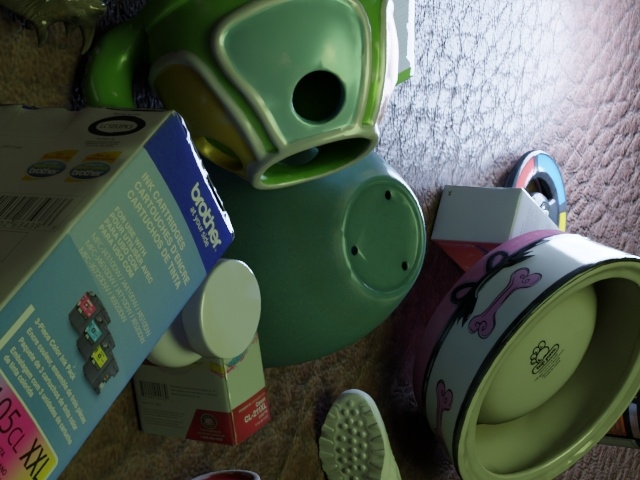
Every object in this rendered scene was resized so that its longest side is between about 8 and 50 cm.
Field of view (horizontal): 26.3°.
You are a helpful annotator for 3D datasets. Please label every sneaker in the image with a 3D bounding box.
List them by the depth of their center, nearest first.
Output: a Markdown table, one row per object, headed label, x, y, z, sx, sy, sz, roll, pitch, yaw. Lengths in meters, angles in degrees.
| label | x | y | z | sx | sy | sz | roll | pitch | yaw |
| --- | --- | --- | --- | --- | --- | --- | --- | --- | --- |
| sneaker | 0.060 | 0.288 | 1.806 | 0.095 | 0.090 | 0.235 | -56 | 141 | -56 |

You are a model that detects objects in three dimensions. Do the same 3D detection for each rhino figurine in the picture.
| label | x | y | z | sx | sy | sz | roll | pitch | yaw |
| --- | --- | --- | --- | --- | --- | --- | --- | --- | --- |
| rhino figurine | -0.264 | -0.266 | 1.236 | 0.106 | 0.073 | 0.243 | -34 | 131 | -13 |

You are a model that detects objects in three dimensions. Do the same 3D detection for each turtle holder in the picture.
| label | x | y | z | sx | sy | sz | roll | pitch | yaw |
| --- | --- | --- | --- | --- | --- | --- | --- | --- | --- |
| turtle holder | -0.069 | -0.174 | 1.362 | 0.320 | 0.243 | 0.227 | -10 | 74 | -37 |

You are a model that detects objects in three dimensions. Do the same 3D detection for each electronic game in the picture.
| label | x | y | z | sx | sy | sz | roll | pitch | yaw |
| --- | --- | --- | --- | --- | --- | --- | --- | --- | --- |
| electronic game | 0.349 | -0.033 | 2.232 | 0.229 | 0.048 | 0.229 | -9 | 101 | -56 |

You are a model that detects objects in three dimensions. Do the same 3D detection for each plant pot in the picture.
| label | x | y | z | sx | sy | sz | roll | pitch | yaw |
| --- | --- | --- | --- | --- | --- | --- | --- | --- | --- |
| plant pot | 0.000 | 0.000 | 1.518 | 0.290 | 0.195 | 0.290 | 2 | 88 | -45 |

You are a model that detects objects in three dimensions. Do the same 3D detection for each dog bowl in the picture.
| label | x | y | z | sx | sy | sz | roll | pitch | yaw |
| --- | --- | --- | --- | --- | --- | --- | --- | --- | --- |
| dog bowl | 0.303 | 0.163 | 1.962 | 0.408 | 0.150 | 0.408 | -25 | 135 | -27 |

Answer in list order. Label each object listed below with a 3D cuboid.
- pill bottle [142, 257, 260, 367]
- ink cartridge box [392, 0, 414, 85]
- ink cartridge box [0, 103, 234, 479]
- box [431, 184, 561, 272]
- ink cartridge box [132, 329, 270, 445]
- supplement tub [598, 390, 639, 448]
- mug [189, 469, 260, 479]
| label | x | y | z | sx | sy | sz | roll | pitch | yaw |
| --- | --- | --- | --- | --- | --- | --- | --- | --- | --- |
| pill bottle | -0.169 | 0.057 | 1.298 | 0.121 | 0.216 | 0.121 | -9 | 101 | -56 |
| ink cartridge box | 0.031 | -0.299 | 1.642 | 0.189 | 0.097 | 0.255 | -35 | 131 | -50 |
| ink cartridge box | -0.259 | 0.023 | 1.110 | 0.395 | 0.270 | 0.151 | -57 | 138 | -37 |
| box | 0.263 | -0.006 | 2.028 | 0.170 | 0.130 | 0.091 | 38 | 63 | -51 |
| ink cartridge box | -0.132 | 0.116 | 1.441 | 0.072 | 0.127 | 0.175 | -29 | 117 | -53 |
| supplement tub | 0.517 | 0.238 | 2.249 | 0.207 | 0.338 | 0.207 | -9 | 100 | -57 |
| mug | -0.108 | 0.349 | 1.549 | 0.113 | 0.150 | 0.169 | -11 | 100 | -19 |
